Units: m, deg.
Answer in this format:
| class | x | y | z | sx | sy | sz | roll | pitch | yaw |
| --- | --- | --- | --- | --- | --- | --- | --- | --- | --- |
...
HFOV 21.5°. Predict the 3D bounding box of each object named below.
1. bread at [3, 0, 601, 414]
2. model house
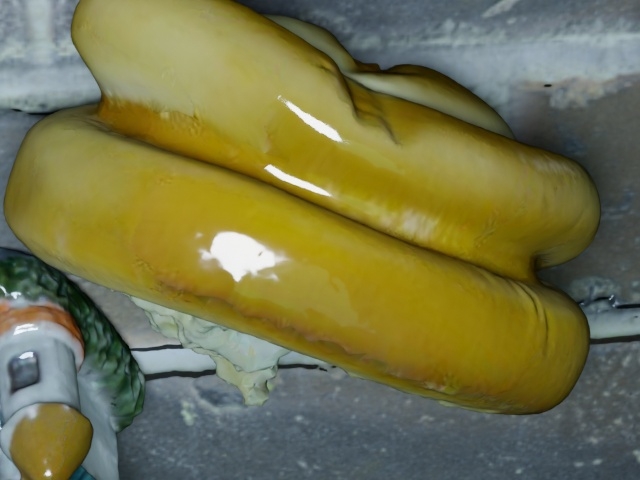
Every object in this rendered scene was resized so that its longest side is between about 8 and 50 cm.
| class | x | y | z | sx | sy | sz | roll | pitch | yaw |
| --- | --- | --- | --- | --- | --- | --- | --- | --- | --- |
| bread | -0.004 | -0.014 | 1.188 | 0.424 | 0.329 | 0.245 | 19 | 73 | -21 |
| model house | -0.254 | 0.191 | 1.195 | 0.271 | 0.301 | 0.190 | -29 | 129 | 5 |
